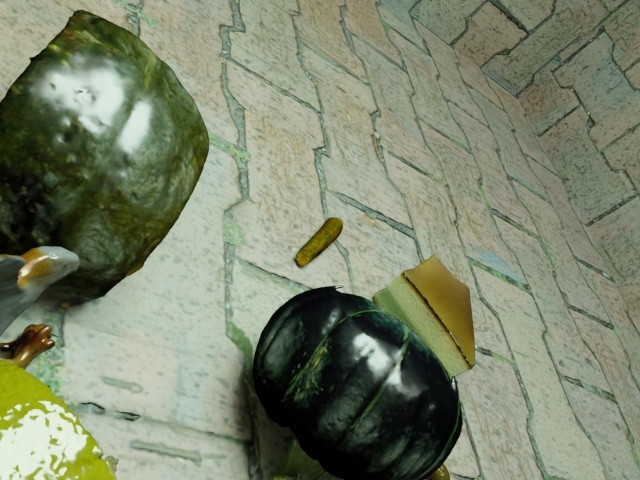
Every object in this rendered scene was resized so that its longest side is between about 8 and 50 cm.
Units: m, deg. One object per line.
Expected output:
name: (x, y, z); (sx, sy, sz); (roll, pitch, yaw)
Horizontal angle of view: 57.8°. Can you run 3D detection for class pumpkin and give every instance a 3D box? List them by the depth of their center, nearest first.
pumpkin: (-0.284, -0.104, 0.692); (0.225, 0.303, 0.256); (34, -1, -32)
pumpkin: (0.034, 0.220, 0.781); (0.296, 0.296, 0.296); (29, 39, -27)

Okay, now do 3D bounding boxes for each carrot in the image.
carrot: (0.000, 0.000, 1.108); (0.042, 0.042, 0.170); (48, 34, -2)

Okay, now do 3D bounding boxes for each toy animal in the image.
toy animal: (-0.361, 0.093, 0.501); (0.225, 0.284, 0.302); (38, -9, 27)

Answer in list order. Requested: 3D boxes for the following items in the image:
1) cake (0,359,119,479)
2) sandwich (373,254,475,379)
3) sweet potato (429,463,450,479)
cake: (-0.262, 0.236, 0.465); (0.260, 0.179, 0.156); (51, 35, 3)
sandwich: (0.238, 0.153, 1.168); (0.186, 0.108, 0.220); (-19, 70, -53)
sweet potato: (0.153, 0.293, 0.975); (0.074, 0.074, 0.269); (2, 65, -47)
